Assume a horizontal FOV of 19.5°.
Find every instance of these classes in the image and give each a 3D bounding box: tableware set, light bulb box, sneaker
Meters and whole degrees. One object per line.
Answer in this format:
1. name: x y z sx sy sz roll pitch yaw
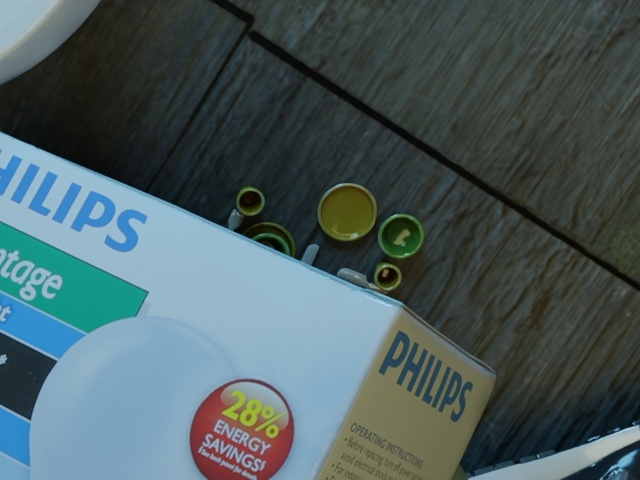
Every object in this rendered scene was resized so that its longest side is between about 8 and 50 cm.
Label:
1. tableware set: 0.000 0.000 1.468 0.154 0.024 0.104 22 102 -13
2. light bulb box: -0.135 0.160 1.218 0.358 0.225 0.361 23 83 25
3. sneaker: 0.218 0.229 1.483 0.283 0.107 0.124 -15 68 -18

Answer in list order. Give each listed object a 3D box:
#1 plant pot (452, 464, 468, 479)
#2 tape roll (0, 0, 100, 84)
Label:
1. plant pot: 0.000 0.269 1.386 0.195 0.290 0.290 -20 109 -18
2. tape roll: -0.300 -0.279 1.240 0.392 0.072 0.392 0 90 10
